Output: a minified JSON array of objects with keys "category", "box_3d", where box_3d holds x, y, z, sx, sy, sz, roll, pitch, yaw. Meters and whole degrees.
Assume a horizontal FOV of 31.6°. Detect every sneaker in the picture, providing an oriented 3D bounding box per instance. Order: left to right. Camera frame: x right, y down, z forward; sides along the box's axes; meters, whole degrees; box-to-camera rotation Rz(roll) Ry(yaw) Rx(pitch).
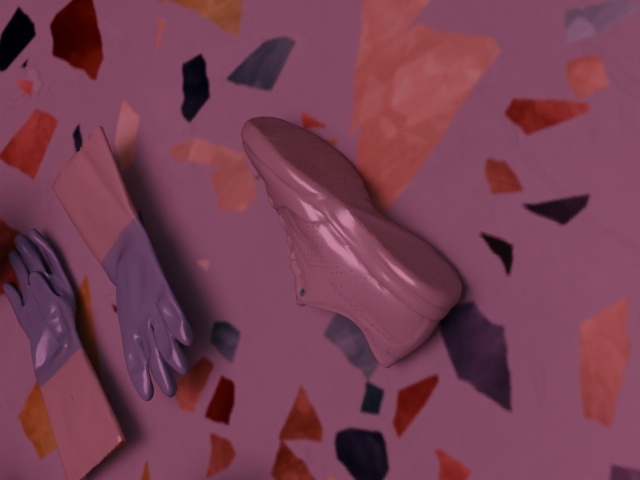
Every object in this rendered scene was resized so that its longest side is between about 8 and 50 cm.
[{"category":"sneaker","box_3d":[0.000,0.000,0.807,0.212,0.080,0.094,48,121,26]}]

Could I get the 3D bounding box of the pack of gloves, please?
[{"category":"pack of gloves","box_3d":[-0.180,0.056,0.942,0.195,0.046,0.232,-44,60,33]}]
